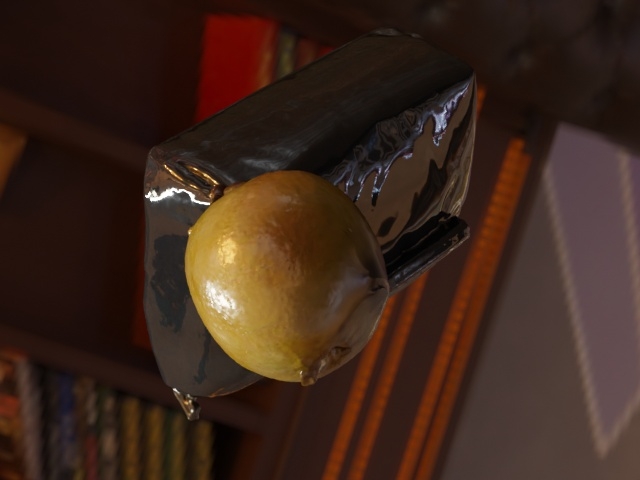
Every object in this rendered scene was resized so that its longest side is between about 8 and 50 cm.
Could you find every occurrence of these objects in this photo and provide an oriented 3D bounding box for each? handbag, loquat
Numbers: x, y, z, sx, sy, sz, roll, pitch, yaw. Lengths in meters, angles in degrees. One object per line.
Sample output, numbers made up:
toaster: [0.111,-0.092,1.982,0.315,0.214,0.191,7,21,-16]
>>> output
handbag: [0.002,0.000,1.586,0.178,0.275,0.302,27,-136,33]
loquat: [-0.024,0.024,1.334,0.137,0.163,0.163,-34,149,21]
